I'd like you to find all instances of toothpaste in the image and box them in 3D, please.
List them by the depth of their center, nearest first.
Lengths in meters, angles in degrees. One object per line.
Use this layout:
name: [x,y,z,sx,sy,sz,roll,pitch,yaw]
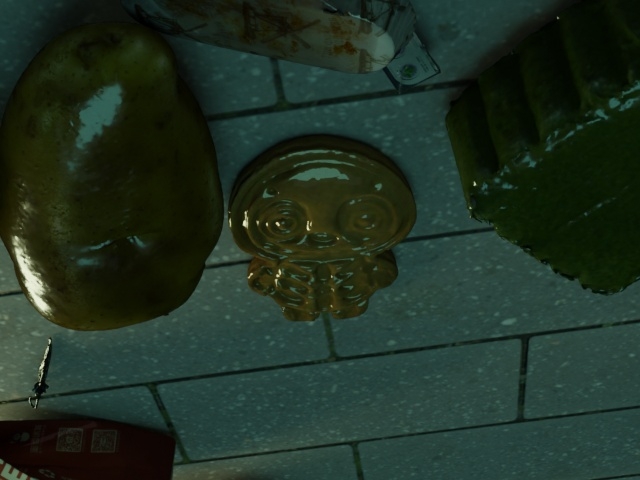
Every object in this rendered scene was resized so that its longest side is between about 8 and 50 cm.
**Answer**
toothpaste: [0.041,-0.208,0.832,0.047,0.040,0.196,-25,135,19]

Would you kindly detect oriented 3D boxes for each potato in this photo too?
potato: [-0.194,-0.042,0.903,0.195,0.176,0.369,17,139,7]

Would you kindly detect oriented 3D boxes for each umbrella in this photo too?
umbrella: [-0.354,0.174,1.243,0.022,0.022,0.149,-23,154,-41]

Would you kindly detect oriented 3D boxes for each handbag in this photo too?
handbag: [-0.363,0.328,1.336,0.298,0.151,0.171,22,129,-18]

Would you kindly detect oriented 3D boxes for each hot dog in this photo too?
hot dog: [-0.048,-0.196,0.778,0.253,0.069,0.131,11,156,7]

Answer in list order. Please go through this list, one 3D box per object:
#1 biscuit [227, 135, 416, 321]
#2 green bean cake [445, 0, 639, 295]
biscuit: [0.000,0.001,1.069,0.202,0.044,0.288,-1,137,-5]
green bean cake: [0.276,-0.093,0.899,0.247,0.156,0.250,29,129,-31]
